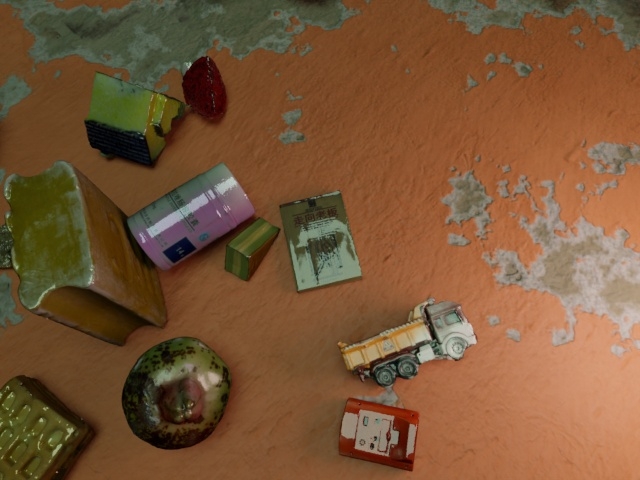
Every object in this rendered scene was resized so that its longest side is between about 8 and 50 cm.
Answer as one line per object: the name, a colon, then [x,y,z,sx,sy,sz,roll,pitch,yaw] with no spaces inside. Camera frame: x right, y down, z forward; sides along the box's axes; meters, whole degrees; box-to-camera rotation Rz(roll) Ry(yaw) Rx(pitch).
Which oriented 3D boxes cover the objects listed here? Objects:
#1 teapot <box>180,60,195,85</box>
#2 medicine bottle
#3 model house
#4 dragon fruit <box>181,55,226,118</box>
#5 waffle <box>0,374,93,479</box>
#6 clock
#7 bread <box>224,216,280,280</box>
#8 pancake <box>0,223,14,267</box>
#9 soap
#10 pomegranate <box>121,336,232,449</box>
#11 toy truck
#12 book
teapot: [-0.356,-0.464,1.224,0.083,0.064,0.064,-3,77,17]
medicine bottle: [-0.297,-0.058,1.019,0.254,0.152,0.152,-34,71,-8]
model house: [-0.491,-0.306,1.155,0.194,0.170,0.211,19,100,3]
dragon fruit: [-0.318,-0.411,1.192,0.107,0.083,0.162,-3,102,23]
waffle: [-0.644,0.468,0.875,0.224,0.098,0.327,29,72,12]
clock: [0.117,0.389,0.874,0.155,0.061,0.113,8,71,9]
bread: [-0.164,0.018,1.057,0.074,0.084,0.139,26,42,13]
pancake: [-0.781,0.009,1.093,0.140,0.022,0.139,-1,69,3]
soap: [-0.474,0.041,0.904,0.156,0.335,0.293,-20,66,-5]
pomegranate: [-0.269,0.301,0.835,0.215,0.248,0.214,2,85,-24]
toy truck: [0.179,0.216,0.910,0.271,0.114,0.135,-21,74,-2]
book: [0.000,0.000,1.045,0.161,0.026,0.230,-13,69,-1]
